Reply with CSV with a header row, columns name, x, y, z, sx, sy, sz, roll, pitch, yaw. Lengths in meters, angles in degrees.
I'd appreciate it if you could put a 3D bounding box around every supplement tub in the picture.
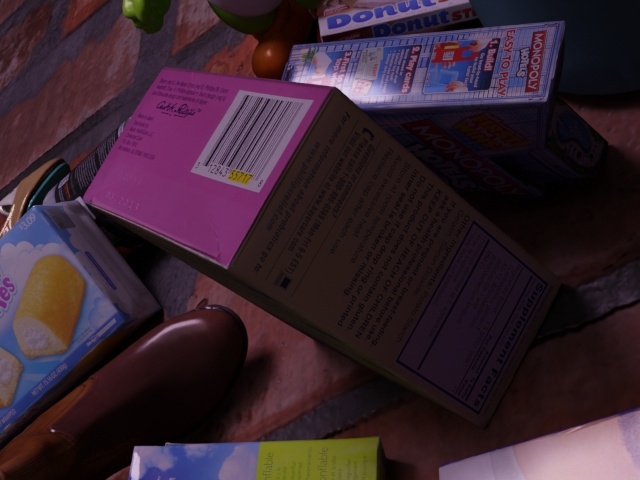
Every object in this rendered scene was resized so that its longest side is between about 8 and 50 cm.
name,x,y,z,sx,sy,sz,roll,pitch,yaw
supplement tub,-0.206,-0.062,1.027,0.190,0.117,0.117,-38,38,20

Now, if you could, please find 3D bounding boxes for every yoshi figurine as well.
name,x,y,z,sx,sy,sz,roll,pitch,yaw
yoshi figurine,-0.117,-0.284,0.906,0.203,0.362,0.203,-48,36,5

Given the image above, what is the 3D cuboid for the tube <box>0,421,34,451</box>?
name,x,y,z,sx,sy,sz,roll,pitch,yaw
tube,-0.318,0.288,0.907,0.070,0.062,0.240,-5,37,-5

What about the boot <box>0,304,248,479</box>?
name,x,y,z,sx,sy,sz,roll,pitch,yaw
boot,-0.189,0.143,0.694,0.264,0.280,0.096,-31,84,5

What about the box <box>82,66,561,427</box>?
name,x,y,z,sx,sy,sz,roll,pitch,yaw
box,0.000,0.000,0.635,0.214,0.243,0.117,19,77,54

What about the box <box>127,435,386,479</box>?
name,x,y,z,sx,sy,sz,roll,pitch,yaw
box,-0.046,0.192,0.630,0.178,0.042,0.109,-4,52,11

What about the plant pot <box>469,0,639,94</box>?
name,x,y,z,sx,sy,sz,roll,pitch,yaw
plant pot,0.193,-0.290,0.646,0.293,0.235,0.292,-24,46,28

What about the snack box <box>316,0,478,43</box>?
name,x,y,z,sx,sy,sz,roll,pitch,yaw
snack box,0.086,-0.216,0.846,0.178,0.022,0.064,-12,45,6

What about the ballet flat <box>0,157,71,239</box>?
name,x,y,z,sx,sy,sz,roll,pitch,yaw
ballet flat,-0.409,-0.017,1.234,0.073,0.080,0.232,12,65,10

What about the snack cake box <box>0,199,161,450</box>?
name,x,y,z,sx,sy,sz,roll,pitch,yaw
snack cake box,-0.317,0.099,0.971,0.264,0.152,0.089,-41,-6,16

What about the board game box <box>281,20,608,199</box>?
name,x,y,z,sx,sy,sz,roll,pitch,yaw
board game box,0.104,-0.080,0.636,0.194,0.194,0.060,-4,65,47

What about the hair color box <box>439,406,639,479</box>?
name,x,y,z,sx,sy,sz,roll,pitch,yaw
hair color box,0.216,0.153,0.386,0.339,0.110,0.185,-25,43,30
